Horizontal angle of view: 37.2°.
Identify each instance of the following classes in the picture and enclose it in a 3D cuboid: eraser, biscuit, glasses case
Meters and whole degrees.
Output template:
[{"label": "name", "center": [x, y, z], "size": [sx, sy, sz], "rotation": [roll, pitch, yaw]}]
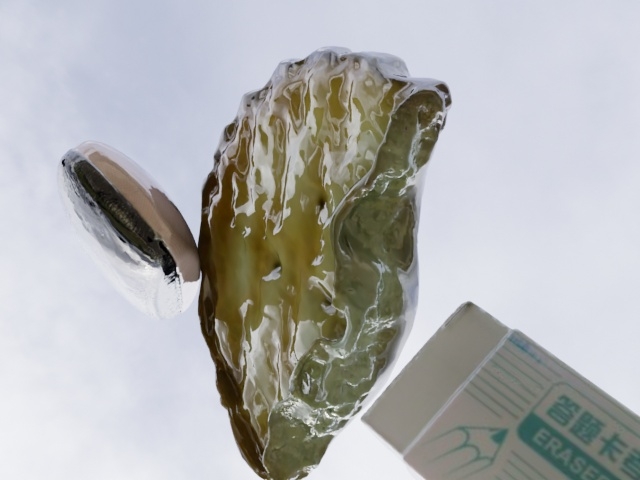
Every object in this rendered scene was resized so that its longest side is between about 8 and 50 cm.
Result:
[{"label": "eraser", "center": [0.130, 0.129, 0.469], "size": [0.095, 0.052, 0.225], "rotation": [-47, -127, -8]}, {"label": "biscuit", "center": [0.000, 0.000, 0.735], "size": [0.078, 0.335, 0.329], "rotation": [5, -119, -34]}, {"label": "glasses case", "center": [-0.159, 0.000, 0.813], "size": [0.075, 0.314, 0.122], "rotation": [-40, -96, -14]}]
